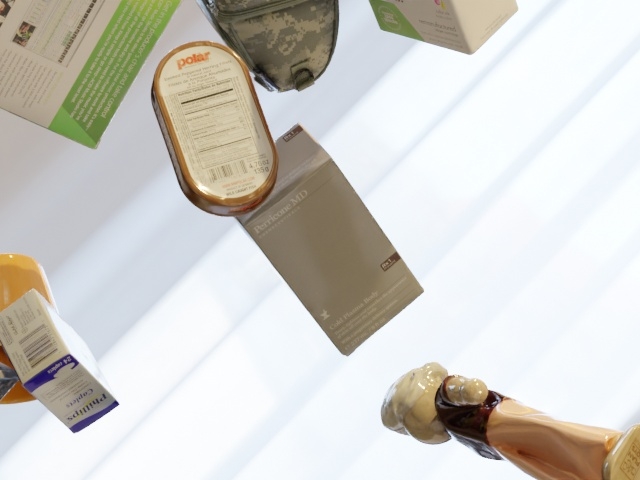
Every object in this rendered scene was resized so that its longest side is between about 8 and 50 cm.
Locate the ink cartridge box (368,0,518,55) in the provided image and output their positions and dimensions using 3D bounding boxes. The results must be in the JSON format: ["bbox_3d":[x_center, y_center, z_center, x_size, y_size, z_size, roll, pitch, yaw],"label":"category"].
[{"bbox_3d":[0.127,-0.451,2.271,0.207,0.119,0.353,23,-32,46],"label":"ink cartridge box"}]

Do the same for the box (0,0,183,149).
[{"bbox_3d":[-0.359,-0.273,1.940,0.322,0.232,0.058,25,16,-29],"label":"box"}]

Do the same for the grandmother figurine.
[{"bbox_3d":[0.194,0.200,1.666,0.342,0.104,0.208,11,-33,47],"label":"grandmother figurine"}]

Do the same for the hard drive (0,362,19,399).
[{"bbox_3d":[-0.485,0.207,1.883,0.054,0.172,0.254,51,23,16],"label":"hard drive"}]

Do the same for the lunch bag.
[{"bbox_3d":[-0.090,-0.399,2.465,0.305,0.212,0.256,-118,-170,-49],"label":"lunch bag"}]

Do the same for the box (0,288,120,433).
[{"bbox_3d":[-0.328,0.151,1.980,0.126,0.072,0.137,53,-2,41],"label":"box"}]

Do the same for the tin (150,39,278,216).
[{"bbox_3d":[-0.107,-0.117,1.642,0.040,0.106,0.190,121,-49,-68],"label":"tin"}]

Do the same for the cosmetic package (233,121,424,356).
[{"bbox_3d":[0.000,0.000,1.772,0.238,0.127,0.107,51,-2,-41],"label":"cosmetic package"}]

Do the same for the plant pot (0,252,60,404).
[{"bbox_3d":[-0.497,0.132,2.549,0.205,0.205,0.188,53,21,-56],"label":"plant pot"}]
